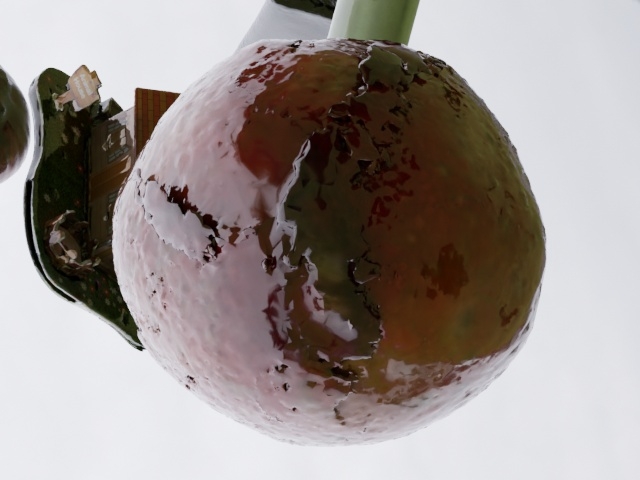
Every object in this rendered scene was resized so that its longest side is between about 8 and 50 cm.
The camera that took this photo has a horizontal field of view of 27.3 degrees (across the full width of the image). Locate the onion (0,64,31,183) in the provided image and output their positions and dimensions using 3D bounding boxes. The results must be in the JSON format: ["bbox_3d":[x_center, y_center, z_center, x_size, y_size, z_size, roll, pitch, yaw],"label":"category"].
[{"bbox_3d":[-0.516,-0.171,1.786,0.246,0.190,0.246,13,-145,-9],"label":"onion"}]

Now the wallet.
[{"bbox_3d":[-0.020,-0.248,1.741,0.170,0.321,0.044,17,-105,-12],"label":"wallet"}]

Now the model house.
[{"bbox_3d":[-0.176,-0.063,1.339,0.207,0.154,0.294,43,-150,-45],"label":"model house"}]

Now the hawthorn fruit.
[{"bbox_3d":[0.014,0.003,0.891,0.316,0.316,0.316,36,-139,-38],"label":"hawthorn fruit"}]

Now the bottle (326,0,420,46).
[{"bbox_3d":[0.048,-0.198,1.145,0.072,0.072,0.201,23,-101,-48],"label":"bottle"}]
